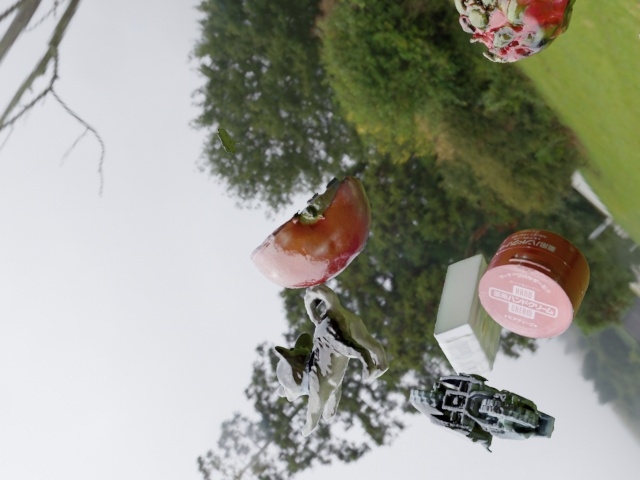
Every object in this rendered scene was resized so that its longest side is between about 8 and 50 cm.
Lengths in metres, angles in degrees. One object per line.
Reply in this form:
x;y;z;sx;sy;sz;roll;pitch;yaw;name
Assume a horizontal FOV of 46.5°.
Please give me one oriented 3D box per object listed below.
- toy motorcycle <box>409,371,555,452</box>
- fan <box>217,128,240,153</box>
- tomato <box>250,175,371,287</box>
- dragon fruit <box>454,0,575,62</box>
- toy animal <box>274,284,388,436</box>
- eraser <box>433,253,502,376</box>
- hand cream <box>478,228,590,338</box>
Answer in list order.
0.260;0.272;1.169;0.159;0.106;0.270;25;165;-23;toy motorcycle
-0.177;-0.196;1.470;0.056;0.004;0.083;65;-160;3;fan
0.006;0.000;1.831;0.176;0.335;0.289;50;175;3;tomato
0.376;-0.503;1.458;0.231;0.236;0.303;-91;-12;-61;dragon fruit
-0.007;0.308;2.008;0.303;0.344;0.194;52;-154;16;toy animal
0.366;0.198;1.803;0.082;0.213;0.397;7;159;24;eraser
0.417;0.083;1.453;0.193;0.193;0.125;39;-130;0;hand cream
